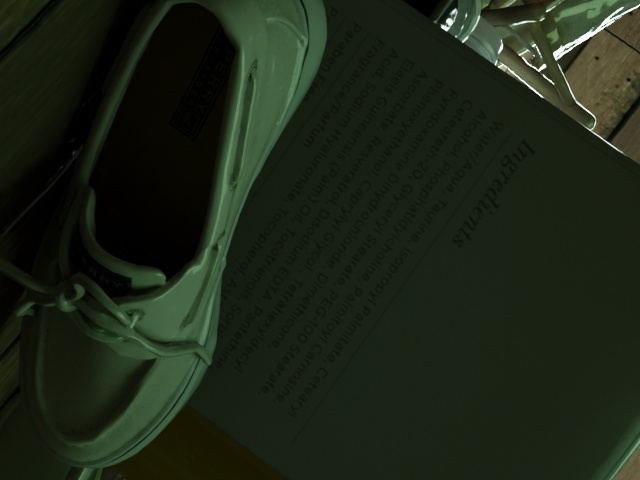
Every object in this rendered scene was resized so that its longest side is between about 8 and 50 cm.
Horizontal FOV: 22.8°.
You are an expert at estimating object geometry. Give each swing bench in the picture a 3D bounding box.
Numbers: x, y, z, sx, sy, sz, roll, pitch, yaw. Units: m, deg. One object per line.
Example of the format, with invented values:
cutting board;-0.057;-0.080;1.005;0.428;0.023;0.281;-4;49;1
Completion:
swing bench;0.298;-0.276;1.730;0.253;0.165;0.254;-34;-151;-8

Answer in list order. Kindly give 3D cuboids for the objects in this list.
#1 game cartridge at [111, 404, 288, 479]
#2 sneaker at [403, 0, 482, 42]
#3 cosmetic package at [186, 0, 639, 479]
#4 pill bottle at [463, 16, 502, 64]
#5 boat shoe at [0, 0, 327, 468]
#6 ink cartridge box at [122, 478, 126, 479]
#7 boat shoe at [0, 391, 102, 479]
game cartridge;-0.023;0.132;1.461;0.324;0.285;0.053;-53;173;-10
sneaker;0.065;-0.170;1.512;0.229;0.086;0.132;-60;164;0
cosmetic package;0.078;0.034;1.244;0.327;0.393;0.329;-55;172;3
pill bottle;0.107;-0.133;1.656;0.216;0.121;0.121;-62;176;-21
boat shoe;-0.114;0.006;0.934;0.367;0.136;0.156;-61;170;26
ink cartridge box;-0.238;0.355;1.913;0.134;0.078;0.231;-58;171;24
boat shoe;-0.261;0.250;1.200;0.305;0.109;0.091;-56;168;-13
